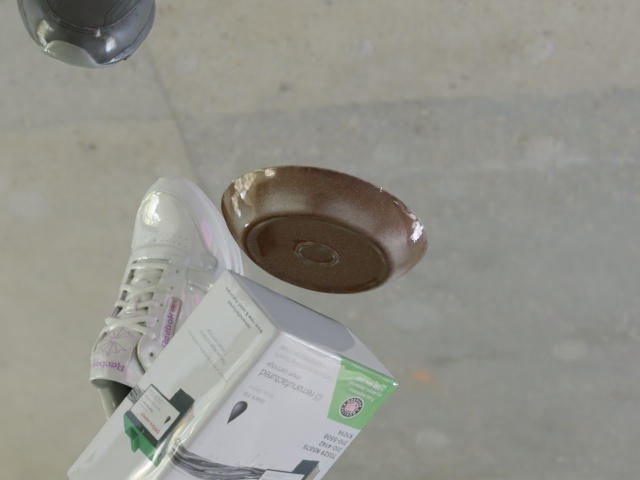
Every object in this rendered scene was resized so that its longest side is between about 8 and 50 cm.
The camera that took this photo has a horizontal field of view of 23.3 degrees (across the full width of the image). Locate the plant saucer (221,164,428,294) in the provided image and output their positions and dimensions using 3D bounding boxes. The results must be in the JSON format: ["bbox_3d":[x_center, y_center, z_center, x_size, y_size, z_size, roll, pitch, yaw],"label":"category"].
[{"bbox_3d":[0.000,0.000,1.444,0.198,0.036,0.198,10,150,6],"label":"plant saucer"}]

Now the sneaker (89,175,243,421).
[{"bbox_3d":[-0.156,0.083,1.534,0.114,0.305,0.152,-6,171,31],"label":"sneaker"}]

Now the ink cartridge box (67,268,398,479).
[{"bbox_3d":[-0.070,0.152,1.237,0.160,0.092,0.219,27,104,-46],"label":"ink cartridge box"}]

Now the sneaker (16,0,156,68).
[{"bbox_3d":[-0.147,-0.237,1.092,0.101,0.267,0.106,15,143,-7],"label":"sneaker"}]
